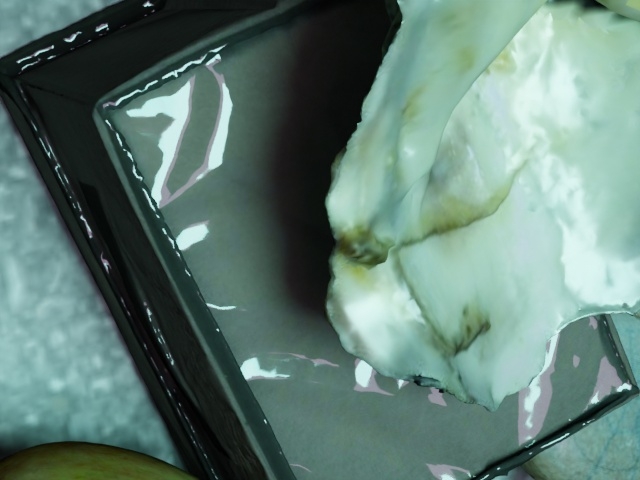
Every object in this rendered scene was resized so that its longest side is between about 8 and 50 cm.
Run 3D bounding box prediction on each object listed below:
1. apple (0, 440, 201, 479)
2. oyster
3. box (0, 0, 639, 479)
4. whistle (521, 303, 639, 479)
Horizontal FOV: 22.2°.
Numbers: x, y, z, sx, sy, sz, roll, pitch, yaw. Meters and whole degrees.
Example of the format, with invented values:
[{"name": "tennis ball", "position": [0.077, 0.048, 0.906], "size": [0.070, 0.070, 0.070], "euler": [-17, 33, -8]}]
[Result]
[{"name": "apple", "position": [-0.106, 0.182, 0.712], "size": [0.174, 0.188, 0.188], "euler": [42, 82, -12]}, {"name": "oyster", "position": [0.077, -0.062, 0.630], "size": [0.275, 0.100, 0.271], "euler": [5, 100, -37]}, {"name": "box", "position": [0.000, 0.000, 0.743], "size": [0.188, 0.153, 0.252], "euler": [-29, 110, -18]}, {"name": "whistle", "position": [0.166, 0.051, 0.888], "size": [0.107, 0.057, 0.220], "euler": [31, 82, -23]}]
